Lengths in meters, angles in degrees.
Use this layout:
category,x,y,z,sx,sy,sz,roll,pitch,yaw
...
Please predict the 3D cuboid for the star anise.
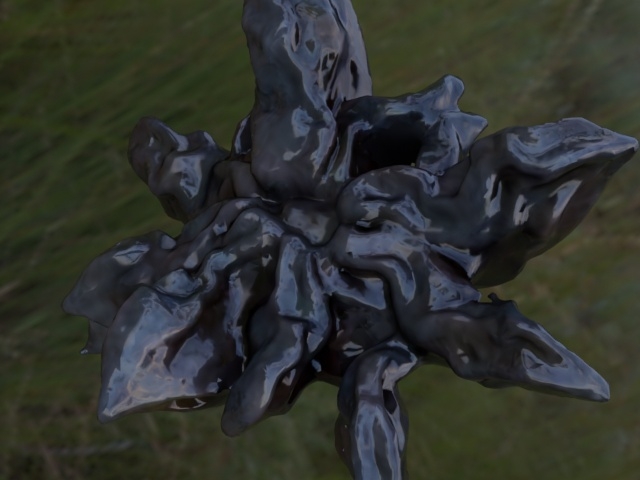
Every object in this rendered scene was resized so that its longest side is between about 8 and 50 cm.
category,x,y,z,sx,sy,sz,roll,pitch,yaw
star anise,-0.001,0.004,0.781,0.283,0.212,0.129,36,-5,34
